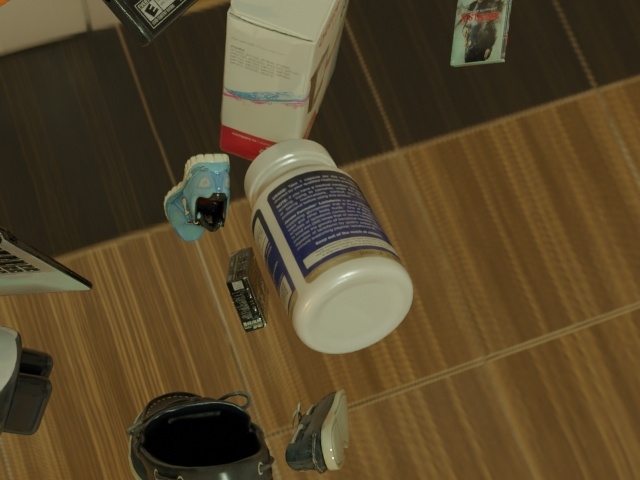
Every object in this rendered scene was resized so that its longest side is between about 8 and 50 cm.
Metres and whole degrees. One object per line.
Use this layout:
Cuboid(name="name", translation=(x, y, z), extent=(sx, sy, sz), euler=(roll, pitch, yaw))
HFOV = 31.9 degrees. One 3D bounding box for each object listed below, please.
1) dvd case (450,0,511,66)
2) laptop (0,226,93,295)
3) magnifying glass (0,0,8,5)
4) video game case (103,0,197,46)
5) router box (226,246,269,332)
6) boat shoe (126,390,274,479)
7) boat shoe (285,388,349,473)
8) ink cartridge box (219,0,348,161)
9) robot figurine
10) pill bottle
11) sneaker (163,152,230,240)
Cuboid(name="dvd case", translation=(0.216, -0.295, 1.499), extent=(0.013, 0.087, 0.119), euler=(13, 84, -43))
Cuboid(name="laptop", translation=(-0.556, 0.121, 1.418), extent=(0.382, 0.408, 0.236), euler=(-4, 72, 14))
Cuboid(name="magnifying glass", translation=(-0.313, -0.346, 1.353), extent=(0.231, 0.026, 0.092), euler=(-32, 39, 6))
Cuboid(name="video game case", translation=(-0.190, -0.405, 1.297), extent=(0.275, 0.035, 0.248), euler=(-47, 107, -22))
Cuboid(name="router box", translation=(-0.115, 0.077, 1.782), extent=(0.038, 0.122, 0.092), euler=(-17, 112, 7))
Cuboid(name="boat shoe", translation=(-0.156, 0.276, 1.475), extent=(0.187, 0.500, 0.156), euler=(-10, 102, -13))
Cuboid(name="boat shoe", translation=(-0.001, 0.286, 1.664), extent=(0.079, 0.254, 0.095), euler=(-10, 100, 8))
Cuboid(name="ink cartridge box", translation=(-0.048, -0.280, 1.598), extent=(0.131, 0.306, 0.226), euler=(20, 60, 2))
Cuboid(name="robot figurine", translation=(-0.519, 0.192, 1.553), extent=(0.278, 0.209, 0.173), euler=(14, 78, -20))
Cuboid(name="pill bottle", translation=(0.000, 0.000, 1.405), extent=(0.153, 0.153, 0.264), euler=(-17, 48, -11))
Cuboid(name="sneaker", translation=(-0.146, -0.037, 1.333), extent=(0.063, 0.162, 0.073), euler=(-4, 64, -20))
